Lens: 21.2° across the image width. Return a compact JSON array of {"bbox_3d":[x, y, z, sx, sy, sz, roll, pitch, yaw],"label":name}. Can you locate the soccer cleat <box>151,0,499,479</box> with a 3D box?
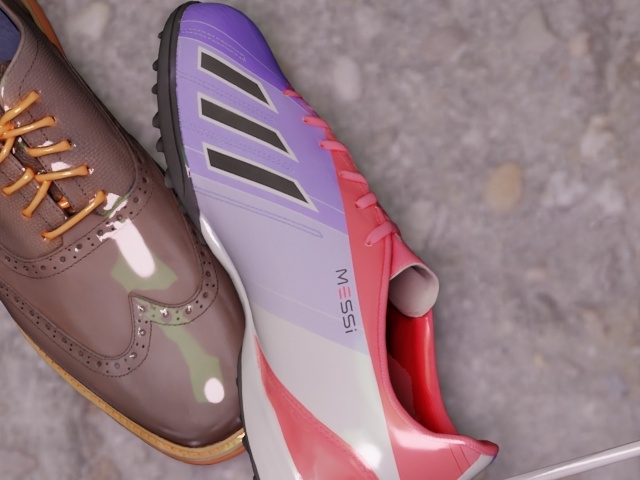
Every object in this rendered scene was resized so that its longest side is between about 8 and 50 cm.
[{"bbox_3d":[0.000,0.000,0.896,0.116,0.108,0.318,-27,65,25],"label":"soccer cleat"}]

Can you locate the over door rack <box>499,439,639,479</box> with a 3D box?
[{"bbox_3d":[0.152,0.132,0.791,0.324,0.239,0.108,-29,72,5],"label":"over door rack"}]

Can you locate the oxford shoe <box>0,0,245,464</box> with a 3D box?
[{"bbox_3d":[-0.156,-0.028,0.941,0.130,0.133,0.364,-40,74,1],"label":"oxford shoe"}]
